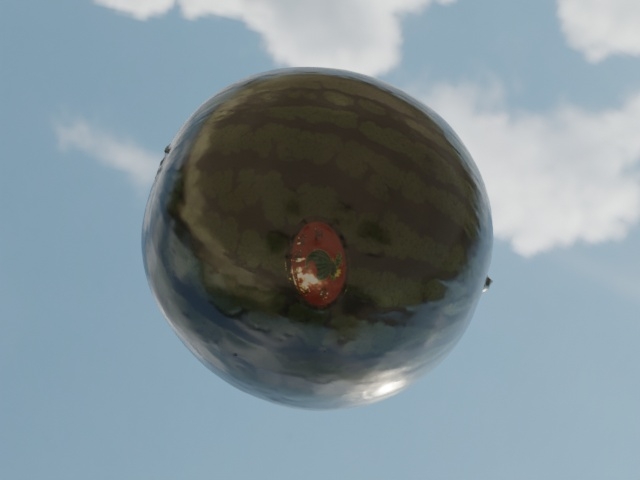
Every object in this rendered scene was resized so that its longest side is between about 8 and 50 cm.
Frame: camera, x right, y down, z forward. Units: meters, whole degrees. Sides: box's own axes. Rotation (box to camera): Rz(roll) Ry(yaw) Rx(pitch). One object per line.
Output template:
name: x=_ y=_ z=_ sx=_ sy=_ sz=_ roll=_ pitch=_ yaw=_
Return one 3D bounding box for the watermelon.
watermelon: x=0.000 y=0.000 z=1.117 sx=0.212 sy=0.212 sz=0.212 roll=9 pitch=-134 yaw=-10
